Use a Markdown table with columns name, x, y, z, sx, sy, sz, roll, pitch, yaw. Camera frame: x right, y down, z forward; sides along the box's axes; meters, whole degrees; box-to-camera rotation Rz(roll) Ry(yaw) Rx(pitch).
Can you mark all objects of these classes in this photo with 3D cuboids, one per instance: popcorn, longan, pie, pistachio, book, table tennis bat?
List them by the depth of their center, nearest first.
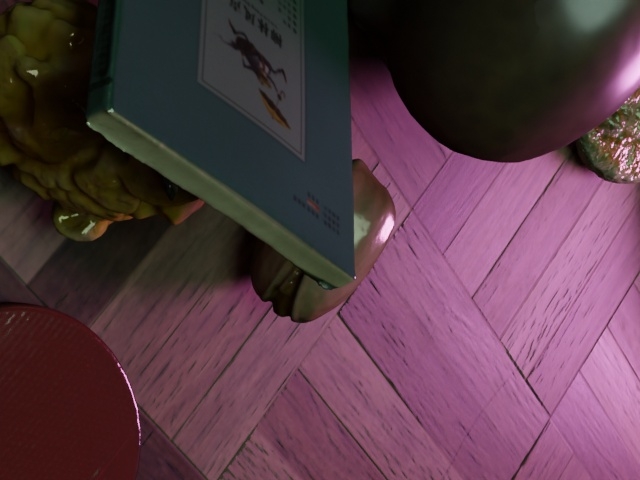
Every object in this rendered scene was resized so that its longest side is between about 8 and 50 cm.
| name | x | y | z | sx | sy | sz | roll | pitch | yaw |
| --- | --- | --- | --- | --- | --- | --- | --- | --- | --- |
| popcorn | -0.161 | -0.089 | 1.007 | 0.194 | 0.163 | 0.140 | 32 | 64 | -5 |
| book | -0.061 | -0.175 | 1.040 | 0.264 | 0.031 | 0.379 | 36 | 42 | -40 |
| table tennis bat | -0.206 | 0.181 | 1.071 | 0.200 | 0.038 | 0.310 | -51 | 126 | -25 |
| pistachio | 0.000 | 0.000 | 1.188 | 0.113 | 0.113 | 0.149 | 40 | 68 | -38 |
| longan | 0.172 | -0.217 | 1.238 | 0.243 | 0.300 | 0.300 | 68 | 39 | -80 |
| pie | 0.345 | -0.152 | 1.512 | 0.186 | 0.041 | 0.187 | -9 | 108 | -29 |
